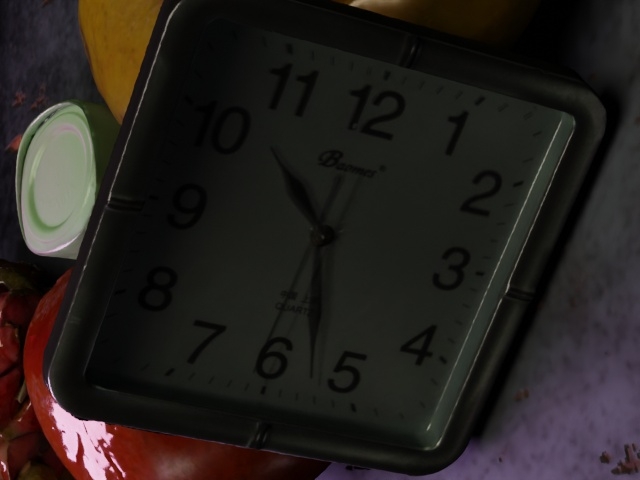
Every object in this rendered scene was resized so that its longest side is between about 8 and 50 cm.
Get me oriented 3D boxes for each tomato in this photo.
[{"bbox_3d":[-0.088,0.089,1.211,0.232,0.188,0.232,1,91,38],"label":"tomato"}]

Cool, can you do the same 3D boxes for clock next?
[{"bbox_3d":[0.000,0.000,1.065,0.279,0.273,0.049,-68,24,19],"label":"clock"}]

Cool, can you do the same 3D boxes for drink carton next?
[{"bbox_3d":[-0.135,-0.036,1.335,0.146,0.142,0.144,-22,70,46],"label":"drink carton"}]

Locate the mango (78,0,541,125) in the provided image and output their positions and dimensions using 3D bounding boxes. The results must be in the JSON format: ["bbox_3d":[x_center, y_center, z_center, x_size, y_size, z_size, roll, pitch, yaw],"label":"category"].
[{"bbox_3d":[-0.003,-0.161,1.170,0.365,0.182,0.253,-12,74,39],"label":"mango"}]

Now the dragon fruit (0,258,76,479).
[{"bbox_3d":[-0.303,0.129,1.457,0.291,0.250,0.269,18,106,35],"label":"dragon fruit"}]
